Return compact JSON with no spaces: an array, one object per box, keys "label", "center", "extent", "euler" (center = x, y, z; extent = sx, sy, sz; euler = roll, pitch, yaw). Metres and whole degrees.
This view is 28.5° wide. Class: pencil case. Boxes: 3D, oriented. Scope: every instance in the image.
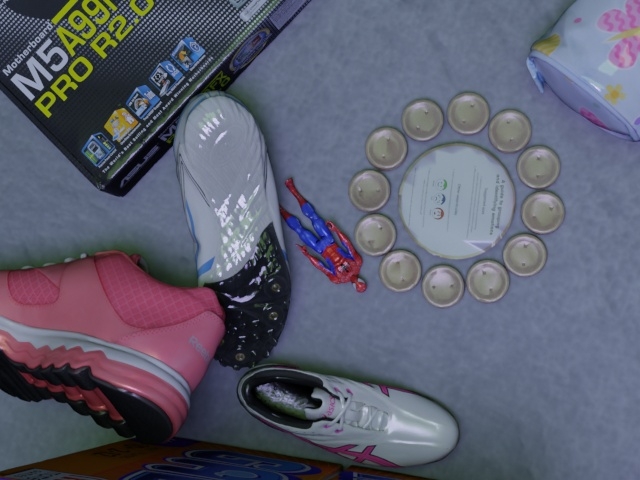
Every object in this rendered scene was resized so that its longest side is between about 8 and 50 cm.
[{"label":"pencil case","center":[0.287,-0.210,1.001],"extent":[0.124,0.113,0.273],"euler":[39,92,16]}]

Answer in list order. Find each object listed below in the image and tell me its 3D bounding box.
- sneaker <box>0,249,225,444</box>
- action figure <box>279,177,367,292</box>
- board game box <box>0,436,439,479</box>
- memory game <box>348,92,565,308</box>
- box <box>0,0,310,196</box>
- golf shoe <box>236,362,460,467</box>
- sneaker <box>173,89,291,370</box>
[{"label":"sneaker","center":[-0.206,0.065,1.055],"extent":[0.314,0.116,0.136],"euler":[16,57,33]},{"label":"action figure","center":[0.000,0.000,1.075],"extent":[0.038,0.030,0.115],"euler":[-41,82,-1]},{"label":"board game box","center":[-0.031,0.349,0.882],"extent":[0.356,0.356,0.356],"euler":[8,87,9]},{"label":"memory game","center":[0.114,-0.034,1.066],"extent":[0.186,0.012,0.186],"euler":[-1,84,9]},{"label":"box","center":[-0.164,-0.207,1.103],"extent":[0.270,0.060,0.216],"euler":[-45,80,3]},{"label":"golf shoe","center":[0.021,0.146,1.029],"extent":[0.186,0.086,0.067],"euler":[11,86,9]},{"label":"sneaker","center":[-0.073,-0.009,1.063],"extent":[0.085,0.086,0.237],"euler":[-6,102,-4]}]
